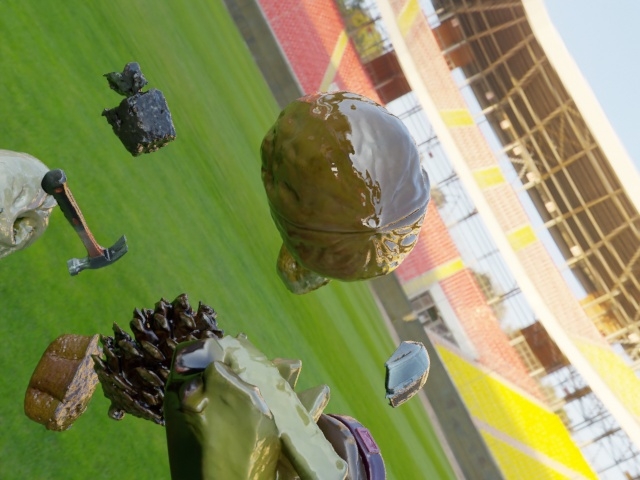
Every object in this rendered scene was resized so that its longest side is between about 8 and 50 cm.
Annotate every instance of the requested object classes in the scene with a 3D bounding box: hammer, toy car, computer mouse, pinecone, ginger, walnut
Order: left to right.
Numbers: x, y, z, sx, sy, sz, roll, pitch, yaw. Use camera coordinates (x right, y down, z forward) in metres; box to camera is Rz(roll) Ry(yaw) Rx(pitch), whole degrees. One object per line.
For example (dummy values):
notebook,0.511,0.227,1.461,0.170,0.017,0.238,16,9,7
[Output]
hammer,-0.391,-0.025,1.073,0.287,0.111,0.033,94,-24,-63
pinecone,-0.302,0.219,1.238,0.224,0.272,0.224,38,-14,11
ginger,-0.075,0.299,0.891,0.413,0.212,0.358,91,-4,-80
toy car,-0.047,0.497,1.331,0.240,0.340,0.271,19,28,-47
walnut,0.048,-0.108,1.284,0.397,0.308,0.353,-117,-171,-54
computer mouse,0.223,0.331,1.663,0.231,0.071,0.126,-30,119,-56

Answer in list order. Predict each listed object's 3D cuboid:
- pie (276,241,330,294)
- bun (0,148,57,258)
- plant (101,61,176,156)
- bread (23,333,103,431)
pie,0.000,0.000,1.751,0.092,0.315,0.315,41,15,-31
bun,-0.513,-0.040,1.028,0.116,0.237,0.209,42,-27,19
plant,-0.429,-0.306,1.548,0.131,0.142,0.203,-20,80,-48
bread,-0.627,0.357,1.644,0.232,0.135,0.246,103,4,-58
